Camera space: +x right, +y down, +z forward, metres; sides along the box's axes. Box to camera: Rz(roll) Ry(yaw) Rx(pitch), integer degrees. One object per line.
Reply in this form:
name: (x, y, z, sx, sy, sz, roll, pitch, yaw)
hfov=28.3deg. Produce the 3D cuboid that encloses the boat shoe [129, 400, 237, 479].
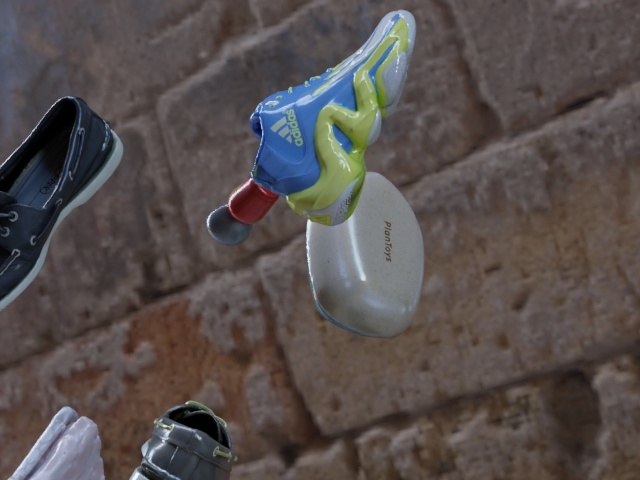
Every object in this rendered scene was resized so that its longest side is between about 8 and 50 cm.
boat shoe: (-0.142, 0.234, 1.419, 0.109, 0.091, 0.305, 29, -1, 0)

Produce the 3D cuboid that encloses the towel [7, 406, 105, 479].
towel: (-0.318, 0.366, 1.251, 0.317, 0.053, 0.332, -52, -21, -39)

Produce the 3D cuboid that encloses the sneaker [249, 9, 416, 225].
sneaker: (0.006, -0.135, 1.208, 0.126, 0.240, 0.091, 20, -26, 5)

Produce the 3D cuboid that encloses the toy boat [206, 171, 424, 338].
toy boat: (0.000, 0.000, 1.818, 0.318, 0.267, 0.148, 23, -39, -22)

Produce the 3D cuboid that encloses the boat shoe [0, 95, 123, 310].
boat shoe: (-0.376, -0.044, 1.558, 0.340, 0.127, 0.113, -50, -36, -23)
